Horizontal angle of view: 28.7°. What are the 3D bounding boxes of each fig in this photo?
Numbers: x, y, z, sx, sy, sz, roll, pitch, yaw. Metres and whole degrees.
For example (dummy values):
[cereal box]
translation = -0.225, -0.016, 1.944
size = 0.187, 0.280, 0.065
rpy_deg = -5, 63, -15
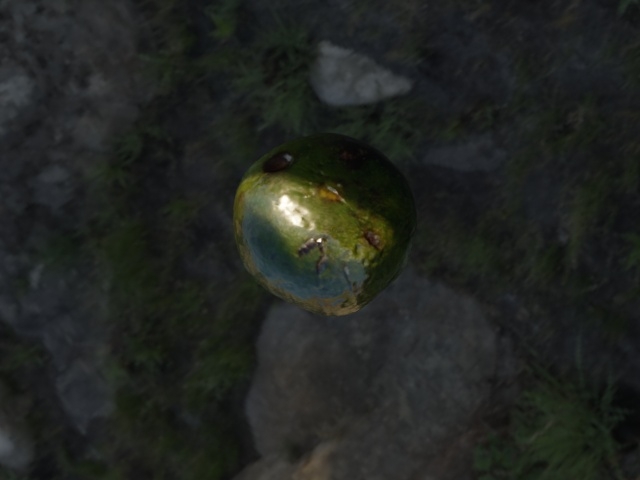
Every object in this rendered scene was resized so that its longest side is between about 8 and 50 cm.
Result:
[fig]
translation = 0.000, 0.000, 0.841
size = 0.123, 0.123, 0.156
rpy_deg = 41, 155, 14
